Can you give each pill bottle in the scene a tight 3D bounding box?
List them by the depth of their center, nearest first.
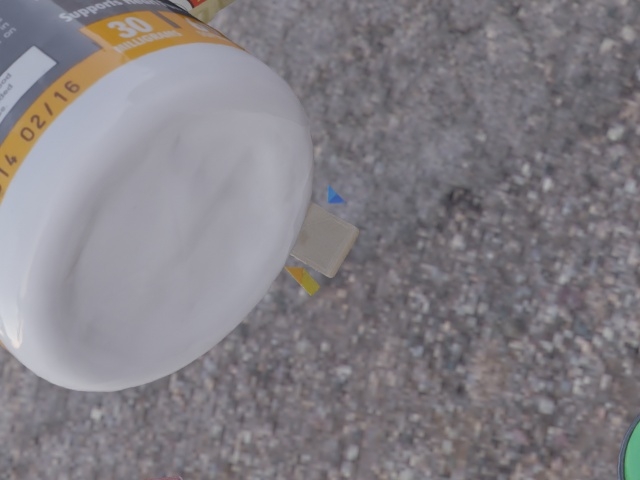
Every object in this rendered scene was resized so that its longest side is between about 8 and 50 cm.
[{"bbox_3d":[-0.148,-0.066,0.620,0.278,0.162,0.162,37,111,33],"label":"pill bottle"}]

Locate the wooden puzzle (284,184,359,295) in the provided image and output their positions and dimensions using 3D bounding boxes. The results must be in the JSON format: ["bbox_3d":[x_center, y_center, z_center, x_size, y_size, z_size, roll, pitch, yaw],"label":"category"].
[{"bbox_3d":[0.000,0.000,1.581,0.078,0.014,0.116,37,92,13],"label":"wooden puzzle"}]

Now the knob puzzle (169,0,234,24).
[{"bbox_3d":[-0.111,-0.180,0.885,0.213,0.213,0.030,-41,73,44],"label":"knob puzzle"}]

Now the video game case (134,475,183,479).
[{"bbox_3d":[-0.271,0.286,1.314,0.204,0.285,0.025,-26,77,11],"label":"video game case"}]

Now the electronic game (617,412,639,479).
[{"bbox_3d":[0.421,0.239,1.373,0.048,0.229,0.229,72,-179,-48],"label":"electronic game"}]
